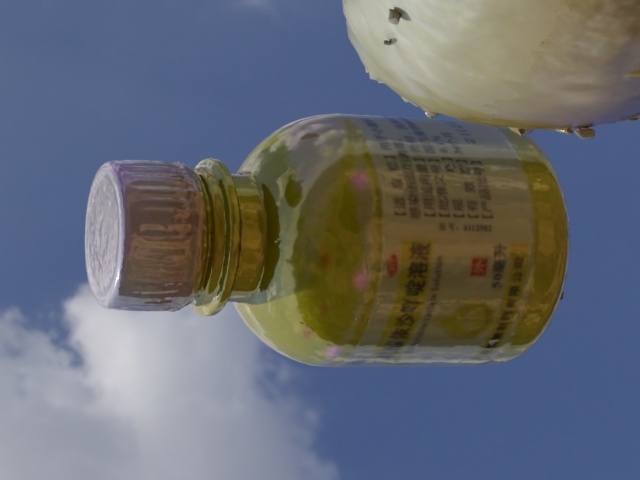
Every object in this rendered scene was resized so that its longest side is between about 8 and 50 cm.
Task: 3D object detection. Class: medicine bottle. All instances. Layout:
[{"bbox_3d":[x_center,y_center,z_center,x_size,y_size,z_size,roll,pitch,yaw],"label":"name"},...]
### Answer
[{"bbox_3d":[0.000,0.000,0.698,0.212,0.122,0.122,1,-78,-24],"label":"medicine bottle"}]

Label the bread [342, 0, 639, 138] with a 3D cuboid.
[{"bbox_3d":[0.100,-0.171,0.396,0.159,0.305,0.305,13,-85,-2],"label":"bread"}]
